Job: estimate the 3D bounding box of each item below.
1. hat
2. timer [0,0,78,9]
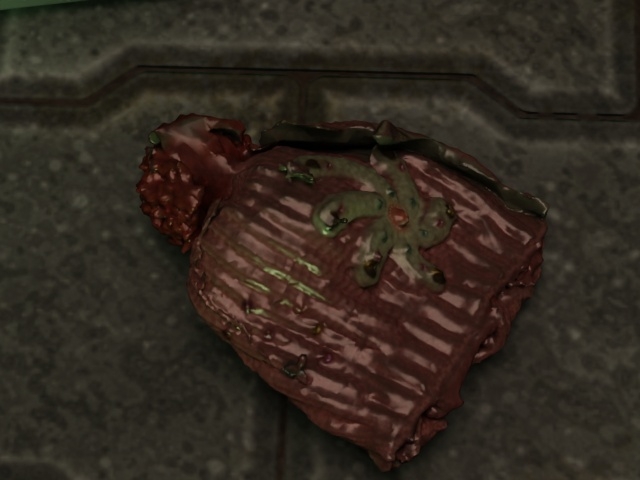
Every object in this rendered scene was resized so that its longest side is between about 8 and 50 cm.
[{"bbox_3d":[0.000,0.000,1.234,0.286,0.107,0.237,30,59,10],"label":"hat"},{"bbox_3d":[-0.196,-0.301,1.336,0.195,0.194,0.192,-6,64,-1],"label":"timer"}]
